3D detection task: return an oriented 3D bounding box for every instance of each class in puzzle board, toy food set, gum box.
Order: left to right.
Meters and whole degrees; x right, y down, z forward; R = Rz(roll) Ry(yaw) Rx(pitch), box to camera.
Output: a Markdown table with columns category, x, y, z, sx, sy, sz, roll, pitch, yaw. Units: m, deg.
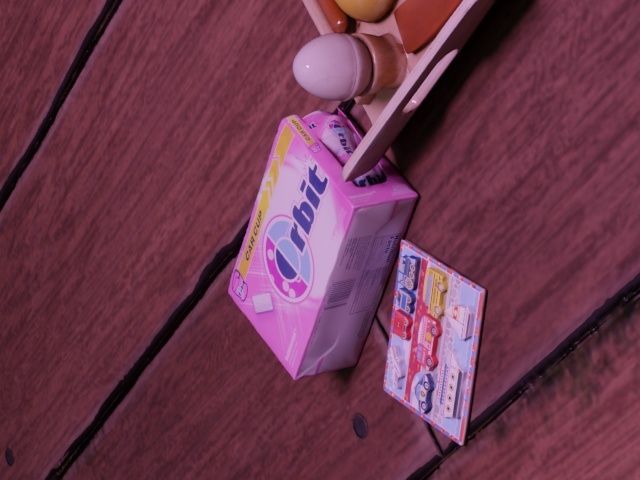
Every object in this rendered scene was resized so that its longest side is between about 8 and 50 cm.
| category | x | y | z | sx | sy | sz | roll | pitch | yaw |
| --- | --- | --- | --- | --- | --- | --- | --- | --- | --- |
| gum box | 0.000 | 0.000 | 1.483 | 0.107 | 0.062 | 0.188 | 51 | 138 | 35 |
| toy food set | 0.007 | -0.225 | 1.381 | 0.306 | 0.092 | 0.220 | 62 | 143 | 22 |
| puzzle board | 0.082 | 0.075 | 1.431 | 0.096 | 0.011 | 0.128 | 34 | 127 | 47 |
